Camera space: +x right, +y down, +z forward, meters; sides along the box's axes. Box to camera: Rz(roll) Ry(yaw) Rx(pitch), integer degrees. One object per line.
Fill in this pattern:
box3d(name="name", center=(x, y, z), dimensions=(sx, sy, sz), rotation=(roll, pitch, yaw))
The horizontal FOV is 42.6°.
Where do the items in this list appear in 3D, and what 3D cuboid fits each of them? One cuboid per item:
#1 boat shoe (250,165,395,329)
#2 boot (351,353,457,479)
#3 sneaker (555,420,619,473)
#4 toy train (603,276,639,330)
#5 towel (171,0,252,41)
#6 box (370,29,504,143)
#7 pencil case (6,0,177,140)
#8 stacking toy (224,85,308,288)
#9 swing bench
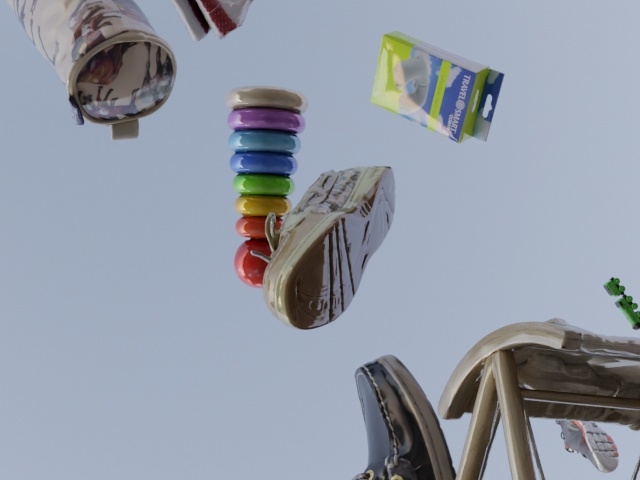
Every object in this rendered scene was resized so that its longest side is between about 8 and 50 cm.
box3d(name="boat shoe", center=(0.000, 0.000, 0.842), dimensions=(0.089, 0.285, 0.105), rotation=(8, -65, 20))
box3d(name="boot", center=(0.009, 0.320, 0.871), dimensions=(0.284, 0.138, 0.377), rotation=(-10, -115, -8))
box3d(name="sneaker", center=(0.445, 0.341, 1.382), dimensions=(0.061, 0.158, 0.065), rotation=(18, -64, -19))
box3d(name="toy train", center=(0.421, 0.088, 1.133), dimensions=(0.023, 0.017, 0.083), rotation=(-32, -97, -10))
box3d(name="towel", center=(-0.077, -0.316, 0.528), dimensions=(0.037, 0.329, 0.237), rotation=(-8, -43, 24))
box3d(name="box", center=(0.158, -0.211, 1.145), dimensions=(0.042, 0.178, 0.109), rotation=(-30, -41, -43))
box3d(name="pencil case", center=(-0.372, -0.337, 1.219), dimensions=(0.160, 0.410, 0.183), rotation=(-9, -41, -42))
box3d(name="stacking toy", center=(-0.098, -0.084, 1.374), dimensions=(0.141, 0.141, 0.330), rotation=(3, -90, -17))
box3d(name="swing bench", center=(0.239, 0.205, 0.696), dimensions=(0.253, 0.165, 0.255), rotation=(11, -102, -27))
